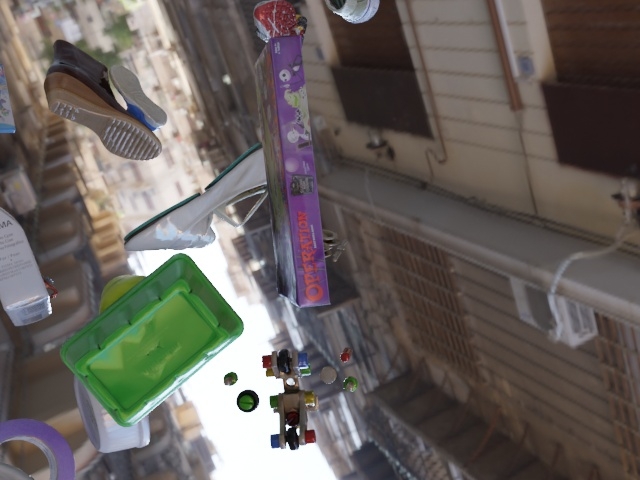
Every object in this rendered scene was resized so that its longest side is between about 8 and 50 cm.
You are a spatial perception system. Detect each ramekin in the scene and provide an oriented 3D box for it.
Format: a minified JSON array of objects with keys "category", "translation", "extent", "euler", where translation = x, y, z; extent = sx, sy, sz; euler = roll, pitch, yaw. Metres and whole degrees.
[{"category":"ramekin","translation":[-0.560,0.436,2.307],"extent":[0.127,0.272,0.273],"euler":[-16,-163,-28]}]

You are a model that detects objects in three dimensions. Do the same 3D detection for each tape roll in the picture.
[{"category":"tape roll","translation":[-0.777,0.599,2.229],"extent":[0.275,0.274,0.090],"euler":[-33,-179,-33]}]

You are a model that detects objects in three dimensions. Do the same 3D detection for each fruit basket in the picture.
[{"category":"fruit basket","translation":[-0.391,0.208,1.977],"extent":[0.392,0.283,0.392],"euler":[-37,-172,6]}]

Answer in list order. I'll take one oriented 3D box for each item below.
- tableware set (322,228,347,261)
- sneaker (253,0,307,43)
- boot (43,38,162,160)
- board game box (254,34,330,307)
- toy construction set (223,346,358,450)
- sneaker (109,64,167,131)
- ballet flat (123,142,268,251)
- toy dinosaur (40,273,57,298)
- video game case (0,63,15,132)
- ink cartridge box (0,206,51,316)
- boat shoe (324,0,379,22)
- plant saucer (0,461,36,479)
[{"category":"tableware set","translation":[0.000,0.000,2.291],"extent":[0.128,0.039,0.194],"euler":[10,-162,8]},{"category":"sneaker","translation":[-0.097,-0.427,1.736],"extent":[0.093,0.088,0.225],"euler":[13,-176,11]},{"category":"boot","translation":[-0.415,-0.277,1.691],"extent":[0.090,0.248,0.206],"euler":[-42,-143,28]},{"category":"board game box","translation":[-0.043,-0.089,1.201],"extent":[0.056,0.346,0.208],"euler":[-7,-178,-14]},{"category":"toy construction set","translation":[-0.042,0.368,2.219],"extent":[0.309,0.257,0.237],"euler":[-31,178,6]},{"category":"sneaker","translation":[-0.386,-0.280,1.768],"extent":[0.085,0.152,0.058],"euler":[-23,-154,46]},{"category":"ballet flat","translation":[-0.238,-0.065,1.905],"extent":[0.400,0.139,0.139],"euler":[-38,-154,-23]},{"category":"toy dinosaur","translation":[-0.647,0.102,2.014],"extent":[0.047,0.082,0.090],"euler":[-58,180,-13]},{"category":"video game case","translation":[-0.715,-0.300,1.824],"extent":[0.119,0.166,0.015],"euler":[-4,158,-34]},{"category":"ink cartridge box","translation":[-0.647,-0.029,1.758],"extent":[0.091,0.385,0.308],"euler":[-19,175,-18]},{"category":"boat shoe","translation":[0.015,-0.530,1.545],"extent":[0.109,0.302,0.094],"euler":[-31,168,28]},{"category":"plant saucer","translation":[-0.666,0.602,1.586],"extent":[0.401,0.100,0.400],"euler":[4,-125,-6]}]
